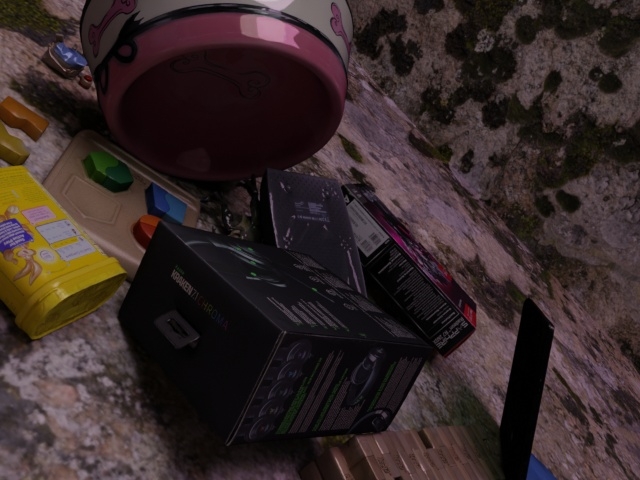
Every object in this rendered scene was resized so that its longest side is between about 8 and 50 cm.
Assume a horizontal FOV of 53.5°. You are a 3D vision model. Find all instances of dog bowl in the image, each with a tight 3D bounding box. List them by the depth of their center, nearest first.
[{"bbox_3d":[-0.141,-0.234,0.942,0.407,0.407,0.151,18,55,-45],"label":"dog bowl"}]

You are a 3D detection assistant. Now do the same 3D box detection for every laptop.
[{"bbox_3d":[0.418,0.329,1.011,0.236,0.408,0.382,11,3,13],"label":"laptop"}]

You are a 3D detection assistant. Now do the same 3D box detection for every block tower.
[{"bbox_3d":[0.128,0.313,0.849,0.335,0.091,0.097,13,40,-49],"label":"block tower"}]

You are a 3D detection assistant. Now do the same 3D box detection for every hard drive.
[{"bbox_3d":[-0.015,0.016,1.015,0.171,0.054,0.255,5,65,-41],"label":"hard drive"}]

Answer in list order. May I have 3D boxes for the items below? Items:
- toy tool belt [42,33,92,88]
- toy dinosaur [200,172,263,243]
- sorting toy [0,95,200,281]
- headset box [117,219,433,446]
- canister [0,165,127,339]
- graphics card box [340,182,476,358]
[{"bbox_3d":[-0.392,-0.285,1.007,0.083,0.051,0.052,35,26,-23],"label":"toy tool belt"},{"bbox_3d":[-0.120,-0.036,1.024,0.118,0.064,0.268,62,30,-6],"label":"toy dinosaur"},{"bbox_3d":[-0.295,-0.072,0.840,0.307,0.041,0.229,35,26,-22],"label":"sorting toy"},{"bbox_3d":[-0.057,0.104,0.736,0.246,0.131,0.283,35,13,39],"label":"headset box"},{"bbox_3d":[-0.305,0.006,0.666,0.170,0.073,0.126,46,25,5],"label":"canister"},{"bbox_3d":[0.161,0.045,1.279,0.371,0.094,0.233,47,15,6],"label":"graphics card box"}]
